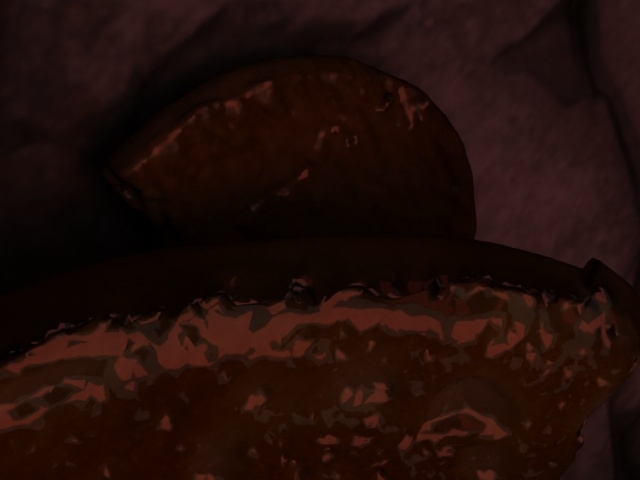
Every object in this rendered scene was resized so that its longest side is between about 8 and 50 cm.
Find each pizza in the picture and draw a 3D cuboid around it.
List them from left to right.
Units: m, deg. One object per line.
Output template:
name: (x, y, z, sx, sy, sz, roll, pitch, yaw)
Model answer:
pizza: (-0.033, 0.090, 0.760, 0.323, 0.089, 0.223, -6, 124, -18)

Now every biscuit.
biscuit: (-0.001, -0.001, 0.801, 0.144, 0.033, 0.224, -42, 139, -10)
